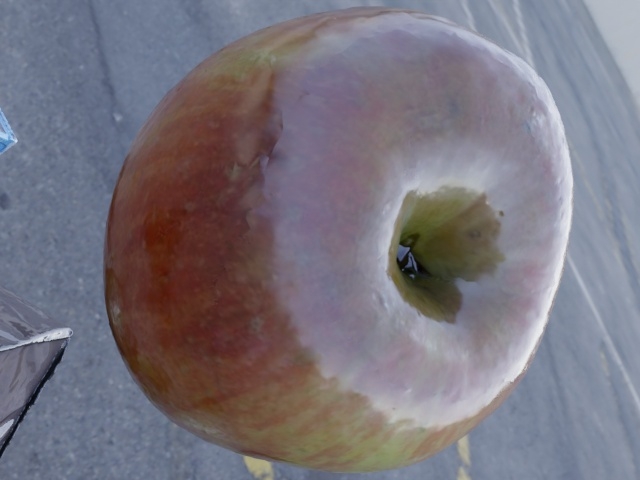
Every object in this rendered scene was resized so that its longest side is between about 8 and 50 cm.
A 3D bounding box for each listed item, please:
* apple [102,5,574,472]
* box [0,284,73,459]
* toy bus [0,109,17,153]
[{"bbox_3d":[0.000,0.000,0.616,0.301,0.302,0.301,48,26,-32],"label":"apple"},{"bbox_3d":[-0.378,0.135,0.868,0.153,0.188,0.252,32,6,10],"label":"box"},{"bbox_3d":[-0.570,-0.099,1.281,0.106,0.297,0.131,58,7,16],"label":"toy bus"}]
